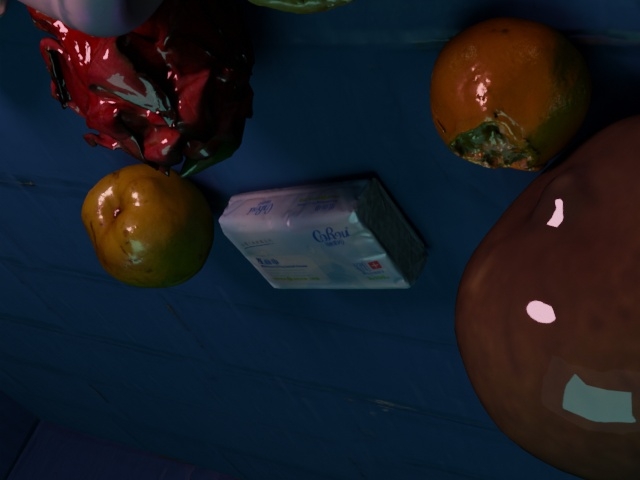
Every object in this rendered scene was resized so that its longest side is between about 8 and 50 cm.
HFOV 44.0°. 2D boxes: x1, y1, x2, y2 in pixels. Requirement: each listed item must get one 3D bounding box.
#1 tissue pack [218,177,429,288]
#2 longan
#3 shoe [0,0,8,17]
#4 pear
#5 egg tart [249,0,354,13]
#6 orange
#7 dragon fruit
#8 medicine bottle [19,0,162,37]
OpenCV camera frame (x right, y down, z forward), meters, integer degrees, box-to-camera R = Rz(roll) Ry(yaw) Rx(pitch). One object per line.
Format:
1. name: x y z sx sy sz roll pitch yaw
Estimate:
1. tissue pack: 0.000 0.000 1.147 0.263 0.089 0.177 -4 138 39
2. longan: 0.302 0.055 0.758 0.361 0.361 0.361 18 150 11
3. shoe: -0.451 -0.292 0.963 0.160 0.132 0.363 22 147 -8
4. pear: -0.256 -0.020 1.207 0.200 0.200 0.200 18 150 11
5. egg tart: -0.011 -0.281 0.689 0.191 0.074 0.191 5 149 3
6. orange: 0.177 -0.135 0.758 0.154 0.134 0.155 20 145 15
7. dragon fruit: -0.194 -0.200 0.826 0.293 0.234 0.234 36 149 -32
8. medicine bottle: -0.248 -0.329 0.630 0.302 0.241 0.241 26 150 -5
